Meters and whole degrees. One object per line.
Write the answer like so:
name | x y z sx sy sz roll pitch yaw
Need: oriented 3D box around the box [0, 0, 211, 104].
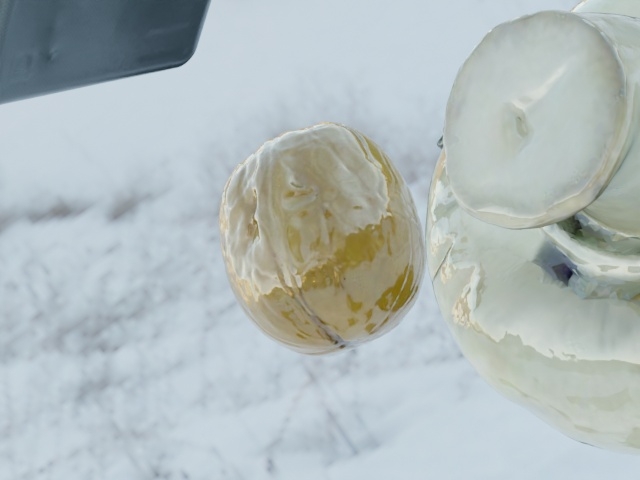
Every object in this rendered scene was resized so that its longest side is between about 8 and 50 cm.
box | -0.167 -0.186 1.451 0.050 0.160 0.230 37 34 28

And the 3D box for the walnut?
walnut | 0.000 0.000 1.824 0.193 0.193 0.226 -29 58 11

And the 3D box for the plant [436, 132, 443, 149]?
plant | 0.188 -0.091 1.552 0.194 0.129 0.132 -42 -9 -28

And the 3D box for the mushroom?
mushroom | 0.204 -0.006 1.130 0.315 0.315 0.356 -19 16 33
